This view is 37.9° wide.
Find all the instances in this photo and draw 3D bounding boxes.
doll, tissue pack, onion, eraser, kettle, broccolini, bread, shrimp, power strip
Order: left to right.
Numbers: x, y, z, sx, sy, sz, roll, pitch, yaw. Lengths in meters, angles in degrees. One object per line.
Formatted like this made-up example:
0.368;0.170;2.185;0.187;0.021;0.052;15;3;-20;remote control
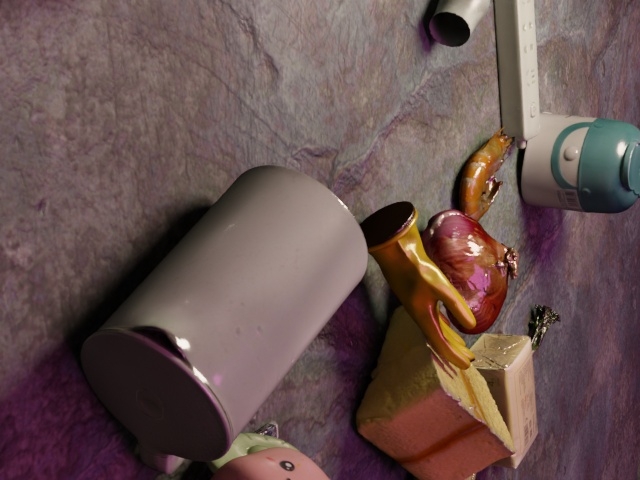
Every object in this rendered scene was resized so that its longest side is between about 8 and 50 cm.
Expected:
-0.118;0.092;1.108;0.205;0.265;0.318;46;48;-10;kettle
-0.087;0.281;1.305;0.099;0.019;0.027;-20;110;-54;eraser
-0.072;0.363;1.144;0.268;0.284;0.216;-3;132;-49;doll
0.186;0.271;1.636;0.263;0.198;0.236;44;25;-33;bread
0.273;0.047;1.663;0.230;0.163;0.230;61;12;-22;onion
0.339;-0.136;1.890;0.248;0.068;0.150;-55;150;-31;shrimp
0.369;0.330;1.928;0.159;0.125;0.234;-35;121;-52;tissue pack
0.420;-0.383;1.982;0.091;0.062;0.385;-28;117;-50;power strip
0.499;0.236;2.213;0.201;0.058;0.074;-51;122;-20;broccolini

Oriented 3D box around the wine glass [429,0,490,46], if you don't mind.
0.267;-0.443;1.704;0.202;0.093;0.093;-61;140;-36;wine glass

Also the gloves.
0.173;0.086;1.522;0.294;0.116;0.133;56;18;-21;gloves

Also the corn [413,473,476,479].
0.238;0.450;1.737;0.123;0.122;0.305;42;56;-42;corn

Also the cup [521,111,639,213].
0.615;-0.168;2.142;0.290;0.258;0.219;18;84;-57;cup
